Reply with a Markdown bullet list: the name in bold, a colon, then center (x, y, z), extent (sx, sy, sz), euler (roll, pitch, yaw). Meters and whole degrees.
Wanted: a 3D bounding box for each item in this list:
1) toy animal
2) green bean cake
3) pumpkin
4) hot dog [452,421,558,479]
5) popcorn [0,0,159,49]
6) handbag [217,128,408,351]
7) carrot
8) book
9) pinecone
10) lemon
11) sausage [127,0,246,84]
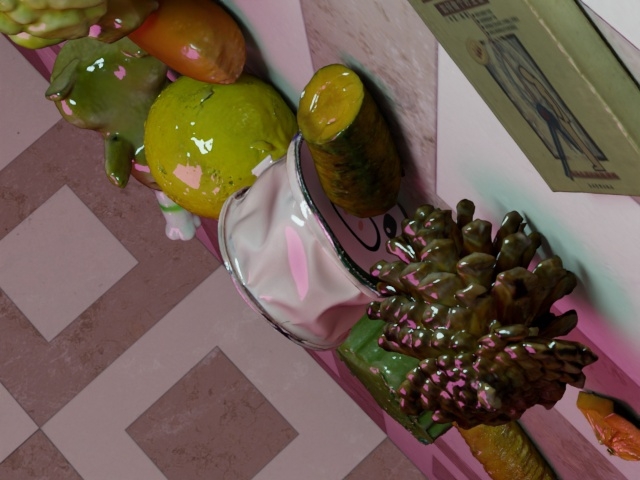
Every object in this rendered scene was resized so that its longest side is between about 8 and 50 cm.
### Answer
- **toy animal**: center (-0.234, -0.152, 1.788), extent (0.363, 0.181, 0.180), euler (53, 178, -26)
- **green bean cake**: center (0.106, 0.171, 1.733), extent (0.200, 0.113, 0.214), euler (37, 167, 48)
- **pumpkin**: center (0.285, 0.185, 1.203), extent (0.073, 0.035, 0.101), euler (51, 173, -5)
- **hot dog**: center (0.261, 0.305, 1.695), extent (0.083, 0.068, 0.289), euler (-13, 126, 40)
- **popcorn**: center (-0.282, -0.304, 1.202), extent (0.270, 0.224, 0.258), euler (40, -174, 0)
- **handbag**: center (0.001, 0.000, 1.245), extent (0.205, 0.116, 0.179), euler (46, -147, -21)
- **carrot**: center (0.027, -0.083, 1.118), extent (0.082, 0.082, 0.173), euler (42, 173, 33)
- **book**: center (0.113, -0.118, 0.731), extent (0.231, 0.026, 0.161), euler (50, 171, -13)
- **pinecone**: center (0.125, 0.060, 1.003), extent (0.179, 0.150, 0.195), euler (-39, 78, 38)
- **lemon**: center (-0.106, -0.106, 1.369), extent (0.206, 0.173, 0.173), euler (13, 148, 47)
- **sausage**: center (-0.165, -0.239, 1.324), extent (0.238, 0.098, 0.098), euler (37, 167, 38)
